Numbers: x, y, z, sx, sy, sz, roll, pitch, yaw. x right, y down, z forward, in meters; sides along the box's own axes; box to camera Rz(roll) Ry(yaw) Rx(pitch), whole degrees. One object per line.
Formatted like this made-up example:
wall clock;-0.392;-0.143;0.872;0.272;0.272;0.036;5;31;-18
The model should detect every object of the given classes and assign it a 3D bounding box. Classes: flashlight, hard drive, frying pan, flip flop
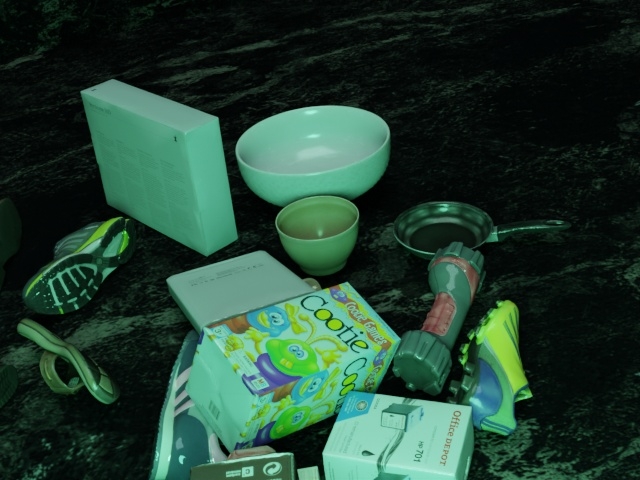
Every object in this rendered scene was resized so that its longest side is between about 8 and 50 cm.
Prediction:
flashlight;0.200;0.122;1.535;0.103;0.103;0.304;7;35;24
hard drive;-0.146;0.092;1.602;0.203;0.040;0.307;-16;18;-16
frying pan;0.305;-0.030;1.796;0.326;0.053;0.197;-10;33;-8
flip flop;-0.441;0.216;1.538;0.277;0.112;0.080;24;70;36

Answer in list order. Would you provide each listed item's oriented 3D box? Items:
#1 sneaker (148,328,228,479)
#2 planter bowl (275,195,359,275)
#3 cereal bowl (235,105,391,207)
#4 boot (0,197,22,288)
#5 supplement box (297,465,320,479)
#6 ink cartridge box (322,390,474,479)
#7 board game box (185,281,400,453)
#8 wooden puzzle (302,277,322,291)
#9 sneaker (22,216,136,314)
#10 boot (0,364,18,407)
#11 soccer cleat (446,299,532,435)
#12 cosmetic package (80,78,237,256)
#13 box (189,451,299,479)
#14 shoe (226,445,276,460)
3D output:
sneaker;-0.183;0.265;1.419;0.131;0.112;0.319;12;33;-6
planter bowl;0.000;0.000;1.759;0.162;0.109;0.162;-6;32;4
cereal bowl;-0.011;-0.166;1.989;0.339;0.141;0.339;-5;33;3
boot;-0.716;0.013;1.904;0.115;0.112;0.305;-14;34;10
supplement box;-0.047;0.361;1.277;0.098;0.036;0.062;-9;33;2
ink cartridge box;0.115;0.300;1.299;0.190;0.082;0.139;3;34;19
board game box;-0.040;0.187;1.360;0.275;0.142;0.144;-15;49;-38
wooden puzzle;-0.070;0.173;1.577;0.221;0.044;0.239;-15;38;-12
sneaker;-0.495;0.052;1.808;0.121;0.111;0.300;-1;26;29
boot;-0.616;0.277;1.508;0.137;0.077;0.198;-1;20;18
soccer cleat;0.284;0.201;1.435;0.121;0.093;0.289;31;35;2
cosmetic package;-0.346;-0.162;1.922;0.377;0.284;0.097;25;45;39
box;-0.075;0.448;1.012;0.143;0.191;0.381;-8;32;-1
shoe;-0.133;0.353;1.252;0.178;0.063;0.081;-30;29;10
